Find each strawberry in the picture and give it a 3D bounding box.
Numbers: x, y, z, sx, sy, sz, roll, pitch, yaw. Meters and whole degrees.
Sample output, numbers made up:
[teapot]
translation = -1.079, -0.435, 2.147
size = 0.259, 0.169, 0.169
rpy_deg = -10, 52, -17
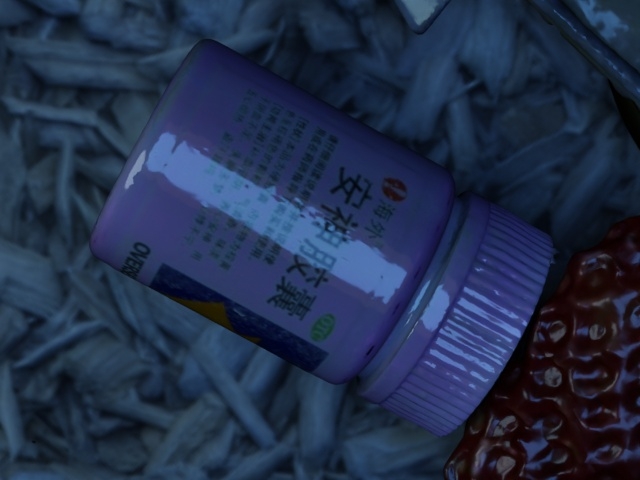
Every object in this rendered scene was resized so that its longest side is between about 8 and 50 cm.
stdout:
[strawberry]
translation = 0.249, 0.124, 1.063
size = 0.336, 0.149, 0.265
rpy_deg = -40, 138, -1

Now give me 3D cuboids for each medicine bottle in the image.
[medicine bottle]
translation = 0.000, 0.000, 1.082
size = 0.290, 0.178, 0.178
rpy_deg = 30, 92, -5

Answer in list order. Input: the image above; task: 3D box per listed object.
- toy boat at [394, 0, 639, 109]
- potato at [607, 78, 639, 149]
[toy boat]
translation = 0.213, -0.222, 1.102
size = 0.293, 0.111, 0.276
rpy_deg = 27, 79, -2
[potato]
translation = 0.277, -0.116, 1.143
size = 0.103, 0.066, 0.096
rpy_deg = -26, 71, 4
